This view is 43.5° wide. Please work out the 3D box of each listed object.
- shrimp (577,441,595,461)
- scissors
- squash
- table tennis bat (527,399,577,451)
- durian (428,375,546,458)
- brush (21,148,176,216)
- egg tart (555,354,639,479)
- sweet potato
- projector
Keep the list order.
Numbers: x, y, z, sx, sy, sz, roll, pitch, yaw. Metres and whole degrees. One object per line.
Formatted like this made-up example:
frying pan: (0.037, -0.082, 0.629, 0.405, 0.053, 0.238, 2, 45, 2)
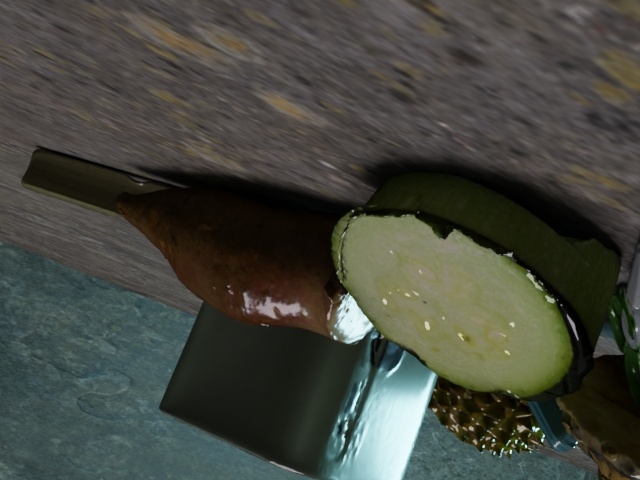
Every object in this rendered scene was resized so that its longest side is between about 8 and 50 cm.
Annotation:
shrimp: (0.435, 0.253, 0.983, 0.222, 0.054, 0.290, -1, -168, 0)
scissors: (0.249, 0.057, 0.619, 0.027, 0.101, 0.204, -13, 148, 8)
squash: (0.124, 0.017, 0.630, 0.220, 0.133, 0.220, 28, 157, 13)
table tennis bat: (0.229, 0.149, 0.894, 0.124, 0.033, 0.201, 29, -156, -35)
durian: (0.240, 0.204, 1.100, 0.260, 0.187, 0.154, 9, 177, -14)
brush: (-0.223, -0.048, 0.946, 0.282, 0.054, 0.048, 16, 176, 17)
egg tart: (0.376, 0.221, 0.739, 0.351, 0.150, 0.352, 12, -170, -2)
sweet potato: (-0.086, 0.014, 0.817, 0.336, 0.131, 0.131, 13, 166, 27)
projector: (-0.007, 0.142, 0.963, 0.248, 0.249, 0.248, 11, 165, 39)
